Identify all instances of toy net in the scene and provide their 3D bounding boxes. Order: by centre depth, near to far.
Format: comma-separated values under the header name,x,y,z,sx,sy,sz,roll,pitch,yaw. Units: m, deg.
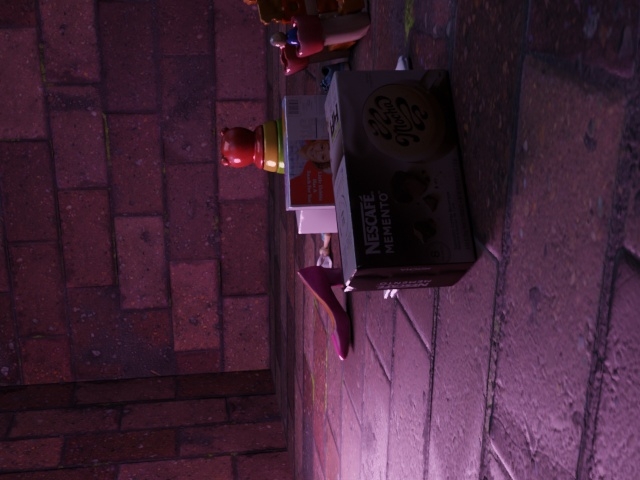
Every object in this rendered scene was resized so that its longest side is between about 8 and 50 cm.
name,x,y,z,sx,sy,sz,roll,pitch,yaw
toy net,0.000,0.000,2.315,0.122,0.045,0.232,127,140,-76

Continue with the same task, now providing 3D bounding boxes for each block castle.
name,x,y,z,sx,sy,sz,roll,pitch,yaw
block castle,-0.061,-0.603,1.783,0.303,0.213,0.452,-171,69,-80

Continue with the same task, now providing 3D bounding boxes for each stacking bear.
name,x,y,z,sx,sy,sz,roll,pitch,yaw
stacking bear,-0.129,-0.256,2.273,0.164,0.289,0.175,160,107,-81

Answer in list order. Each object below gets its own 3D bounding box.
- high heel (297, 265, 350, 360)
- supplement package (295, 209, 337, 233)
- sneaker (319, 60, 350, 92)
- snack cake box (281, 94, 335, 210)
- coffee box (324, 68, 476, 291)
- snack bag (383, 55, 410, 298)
name,x,y,z,sx,sy,sz,roll,pitch,yaw
high heel,0.010,0.178,2.060,0.082,0.117,0.243,117,150,-72
supplement package,-0.005,-0.116,2.117,0.105,0.105,0.179,-102,13,-45
sneaker,0.035,-0.339,1.893,0.063,0.073,0.162,99,166,-51
snack cake box,-0.008,-0.205,1.959,0.089,0.152,0.264,164,104,-82
coffee box,0.106,-0.085,1.189,0.119,0.168,0.297,112,155,-70
snack bag,0.130,-0.107,1.461,0.323,0.037,0.342,107,159,-66
